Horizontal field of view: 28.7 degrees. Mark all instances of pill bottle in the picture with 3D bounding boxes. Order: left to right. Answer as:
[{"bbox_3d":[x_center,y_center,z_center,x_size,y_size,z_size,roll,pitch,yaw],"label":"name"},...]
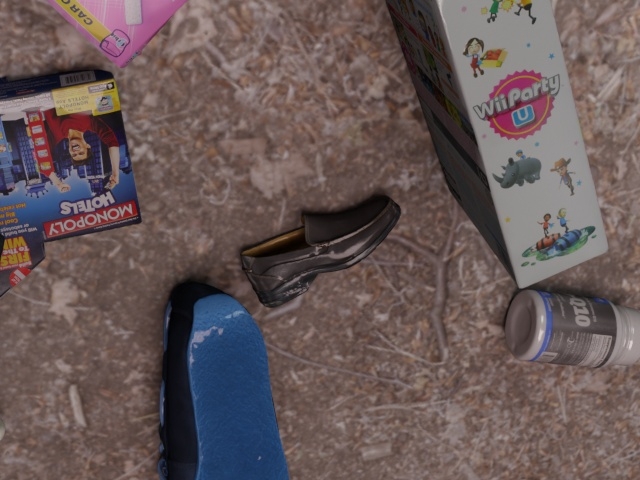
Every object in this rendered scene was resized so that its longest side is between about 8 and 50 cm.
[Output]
[{"bbox_3d":[0.278,0.098,1.359,0.137,0.078,0.078,7,114,-19],"label":"pill bottle"}]

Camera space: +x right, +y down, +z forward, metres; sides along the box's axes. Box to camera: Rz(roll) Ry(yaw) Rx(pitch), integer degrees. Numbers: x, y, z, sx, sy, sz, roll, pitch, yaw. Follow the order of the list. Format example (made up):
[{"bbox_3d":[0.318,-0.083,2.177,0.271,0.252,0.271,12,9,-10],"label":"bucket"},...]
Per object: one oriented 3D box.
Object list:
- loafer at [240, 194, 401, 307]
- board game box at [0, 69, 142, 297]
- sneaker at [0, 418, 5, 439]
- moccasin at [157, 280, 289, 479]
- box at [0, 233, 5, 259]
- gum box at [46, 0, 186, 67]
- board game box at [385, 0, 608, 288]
[{"bbox_3d":[0.000,0.000,1.244,0.170,0.062,0.061,-33,115,1],"label":"loafer"},{"bbox_3d":[-0.269,-0.050,1.143,0.194,0.060,0.194,-11,119,-10],"label":"board game box"},{"bbox_3d":[-0.393,0.202,1.234,0.152,0.058,0.085,10,107,-15],"label":"sneaker"},{"bbox_3d":[-0.100,0.199,1.289,0.137,0.117,0.342,-6,113,-26],"label":"moccasin"},{"bbox_3d":[-0.573,0.131,0.941,0.471,0.297,0.480,28,126,-27],"label":"box"},{"bbox_3d":[-0.196,-0.247,1.063,0.107,0.062,0.188,-43,119,8],"label":"gum box"},{"bbox_3d":[0.145,-0.144,1.117,0.097,0.224,0.303,-23,120,-2],"label":"board game box"}]
